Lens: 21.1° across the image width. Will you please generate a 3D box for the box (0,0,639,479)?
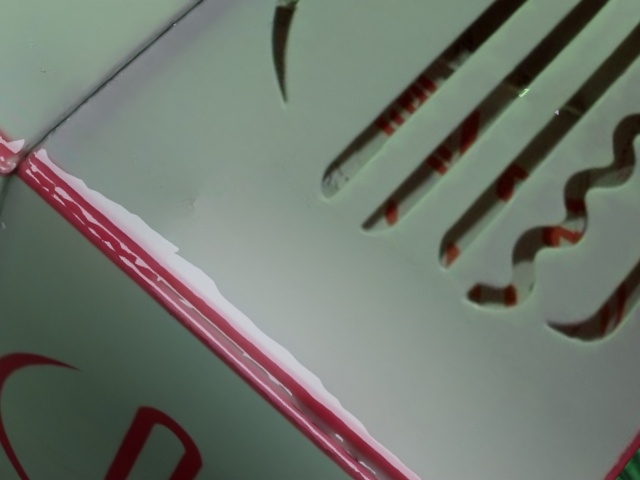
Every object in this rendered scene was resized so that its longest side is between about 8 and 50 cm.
[{"bbox_3d":[0.000,0.000,0.748,0.300,0.312,0.314,41,57,6],"label":"box"}]
